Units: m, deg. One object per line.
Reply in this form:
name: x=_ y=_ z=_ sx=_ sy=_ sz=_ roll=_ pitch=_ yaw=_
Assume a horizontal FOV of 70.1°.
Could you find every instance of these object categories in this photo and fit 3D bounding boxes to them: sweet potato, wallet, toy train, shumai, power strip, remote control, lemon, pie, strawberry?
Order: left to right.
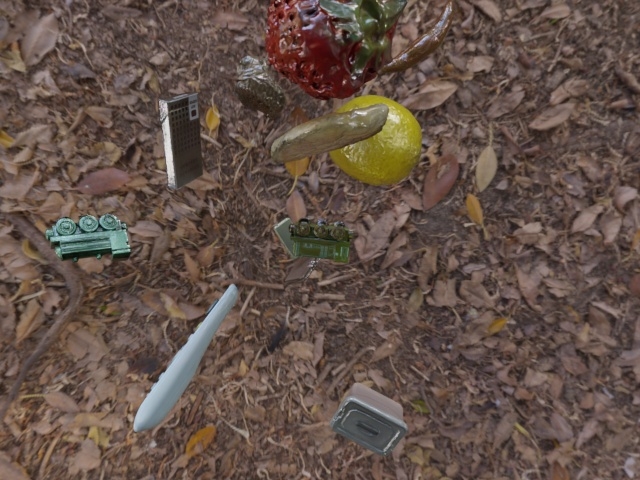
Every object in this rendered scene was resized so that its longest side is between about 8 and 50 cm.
toy train: x=-0.526 y=-0.001 z=1.040 sx=0.171 sy=0.071 sz=0.111 roll=-8 pitch=73 yaw=-34
remote control: x=-0.239 y=0.213 z=0.840 sx=0.051 sy=0.103 sz=0.293 roll=34 pitch=65 yaw=-5
shumai: x=-0.219 y=-0.604 z=1.747 sx=0.218 sy=0.184 sz=0.185 roll=24 pitch=75 yaw=-29
power strip: x=-0.108 y=0.000 z=1.713 sx=0.076 sy=0.028 sz=0.169 roll=-36 pitch=110 yaw=-18
wallet: x=-0.063 y=0.107 z=1.747 sx=0.038 sy=0.118 sz=0.152 roll=54 pitch=47 yaw=-19
toy train: x=0.000 y=0.000 z=1.565 sx=0.226 sy=0.090 sz=0.137 roll=6 pitch=106 yaw=1
strawberry: x=0.001 y=-0.281 z=0.616 sx=0.184 sy=0.201 sz=0.186 roll=-5 pitch=98 yaw=-37
pie: x=0.014 y=-0.180 z=0.777 sx=0.218 sy=0.185 sz=0.052 roll=-15 pitch=98 yaw=11
lemon: x=0.110 y=-0.202 z=0.935 sx=0.193 sy=0.180 sz=0.180 roll=44 pitch=82 yaw=-21
sweet potato: x=0.271 y=-0.521 z=1.206 sx=0.255 sy=0.058 sz=0.078 roll=-43 pitch=68 yaw=9

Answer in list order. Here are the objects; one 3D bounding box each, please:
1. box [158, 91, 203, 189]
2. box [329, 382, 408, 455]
box: x=-0.508 y=-0.368 z=1.684 sx=0.047 sy=0.180 sz=0.324 roll=13 pitch=120 yaw=17
box: x=0.089 y=0.319 z=0.825 sx=0.122 sy=0.062 sz=0.089 roll=28 pitch=115 yaw=1
